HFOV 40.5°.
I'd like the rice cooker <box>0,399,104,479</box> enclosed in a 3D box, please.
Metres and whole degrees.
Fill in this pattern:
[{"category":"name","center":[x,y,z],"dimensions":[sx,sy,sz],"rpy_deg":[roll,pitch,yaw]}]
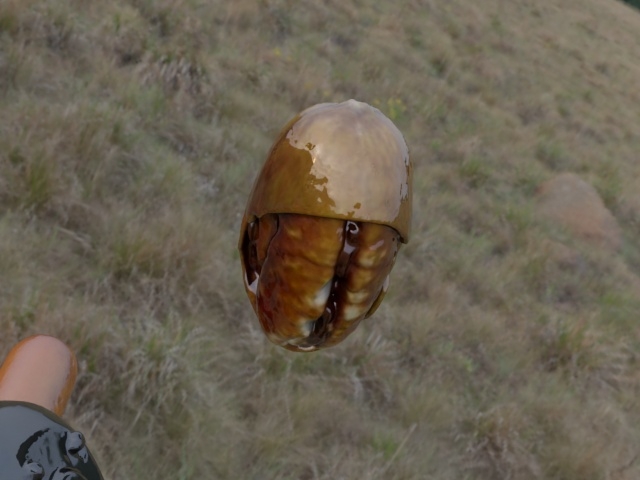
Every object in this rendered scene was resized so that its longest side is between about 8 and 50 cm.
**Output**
[{"category":"rice cooker","center":[-0.177,0.188,0.487],"dimensions":[0.142,0.118,0.203],"rpy_deg":[-49,121,-79]}]

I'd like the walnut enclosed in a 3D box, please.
[{"category":"walnut","center":[0.000,0.000,0.572],"dimensions":[0.116,0.207,0.116],"rpy_deg":[11,41,-10]}]

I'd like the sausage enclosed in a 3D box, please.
[{"category":"sausage","center":[-0.291,0.169,0.842],"dimensions":[0.076,0.076,0.197],"rpy_deg":[24,29,-12]}]
